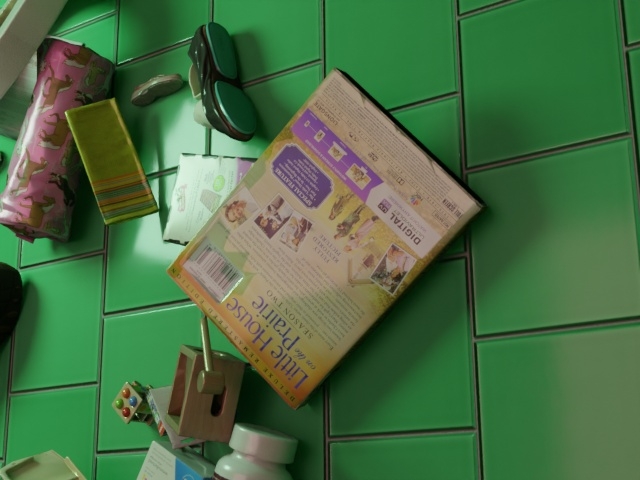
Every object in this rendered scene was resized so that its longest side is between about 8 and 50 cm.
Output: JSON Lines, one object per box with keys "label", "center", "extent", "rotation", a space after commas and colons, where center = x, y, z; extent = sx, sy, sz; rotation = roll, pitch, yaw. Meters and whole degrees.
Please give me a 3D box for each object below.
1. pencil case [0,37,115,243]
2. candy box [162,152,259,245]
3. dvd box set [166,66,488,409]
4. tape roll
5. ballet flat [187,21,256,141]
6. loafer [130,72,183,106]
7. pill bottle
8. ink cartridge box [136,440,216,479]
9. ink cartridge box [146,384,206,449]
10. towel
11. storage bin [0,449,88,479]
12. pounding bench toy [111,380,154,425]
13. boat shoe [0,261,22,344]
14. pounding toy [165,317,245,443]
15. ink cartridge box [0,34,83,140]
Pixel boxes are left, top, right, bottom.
{"label": "pencil case", "center": [-0.514, -0.187, 1.914], "extent": [0.160, 0.167, 0.386], "rotation": [11, 82, 15]}
{"label": "candy box", "center": [-0.146, -0.058, 1.667], "extent": [0.233, 0.071, 0.159], "rotation": [8, 84, 36]}
{"label": "dvd box set", "center": [0.000, 0.000, 1.497], "extent": [0.307, 0.062, 0.420], "rotation": [44, 105, 15]}
{"label": "tape roll", "center": [-0.616, -0.410, 1.995], "extent": [0.392, 0.072, 0.392], "rotation": [-40, 30, 29]}
{"label": "ballet flat", "center": [-0.178, -0.258, 1.742], "extent": [0.096, 0.095, 0.281], "rotation": [-41, 47, 31]}
{"label": "loafer", "center": [-0.308, -0.291, 1.868], "extent": [0.125, 0.045, 0.039], "rotation": [-20, 60, 33]}
{"label": "pill bottle", "center": [-0.110, 0.393, 1.488], "extent": [0.121, 0.121, 0.221], "rotation": [13, 85, 37]}
{"label": "ink cartridge box", "center": [-0.246, 0.455, 1.595], "extent": [0.134, 0.078, 0.231], "rotation": [24, 92, 38]}
{"label": "ink cartridge box", "center": [-0.238, 0.293, 1.641], "extent": [0.115, 0.062, 0.029], "rotation": [62, 143, 29]}
{"label": "towel", "center": [-0.380, -0.145, 1.818], "extent": [0.237, 0.102, 0.021], "rotation": [67, 158, 13]}
{"label": "storage bin", "center": [-0.434, 0.524, 1.625], "extent": [0.260, 0.123, 0.262], "rotation": [36, 123, 36]}
{"label": "pounding bench toy", "center": [-0.322, 0.270, 1.708], "extent": [0.083, 0.065, 0.052], "rotation": [40, 102, 36]}
{"label": "boat shoe", "center": [-0.703, 0.187, 1.972], "extent": [0.120, 0.122, 0.324], "rotation": [27, 93, 40]}
{"label": "pounding toy", "center": [-0.160, 0.214, 1.533], "extent": [0.206, 0.094, 0.181], "rotation": [-176, 98, -71]}
{"label": "ink cartridge box", "center": [-0.600, -0.319, 2.092], "extent": [0.189, 0.066, 0.232], "rotation": [19, 68, 38]}
